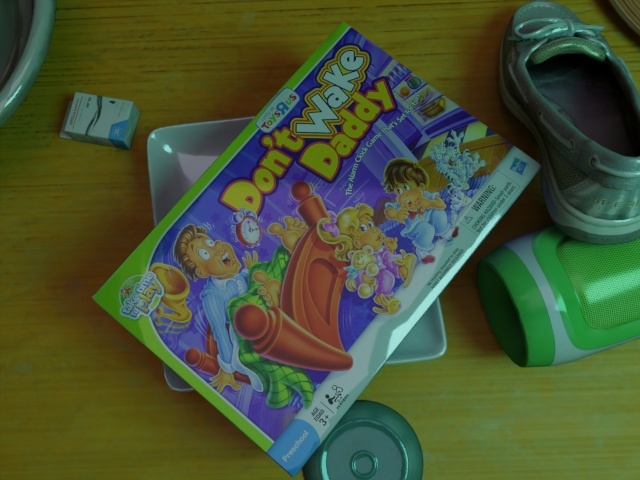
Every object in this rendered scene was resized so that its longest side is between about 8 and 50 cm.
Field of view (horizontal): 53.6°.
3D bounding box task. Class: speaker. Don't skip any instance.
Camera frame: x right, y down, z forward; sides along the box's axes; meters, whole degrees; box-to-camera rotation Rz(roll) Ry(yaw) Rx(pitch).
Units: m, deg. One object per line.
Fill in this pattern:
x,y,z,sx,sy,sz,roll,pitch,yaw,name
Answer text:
0.309,0.022,0.602,0.297,0.131,0.131,-18,77,-3,speaker

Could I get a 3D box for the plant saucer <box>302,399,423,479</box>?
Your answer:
0.042,0.217,0.616,0.120,0.021,0.119,0,76,1,plant saucer

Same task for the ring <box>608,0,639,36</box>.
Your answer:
0.476,-0.335,0.729,0.337,0.032,0.336,0,78,1,ring

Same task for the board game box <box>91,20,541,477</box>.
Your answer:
0.000,0.000,0.593,0.233,0.078,0.347,38,81,9,board game box

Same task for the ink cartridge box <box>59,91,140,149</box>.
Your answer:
-0.249,-0.133,0.700,0.083,0.028,0.048,10,77,4,ink cartridge box

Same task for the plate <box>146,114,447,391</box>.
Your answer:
-0.030,0.001,0.656,0.278,0.045,0.277,-8,78,-1,plate

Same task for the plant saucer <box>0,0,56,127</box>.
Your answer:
-0.473,-0.224,0.690,0.401,0.100,0.400,0,77,1,plant saucer

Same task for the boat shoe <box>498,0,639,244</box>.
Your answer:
0.245,-0.144,0.606,0.118,0.103,0.320,-1,50,6,boat shoe
